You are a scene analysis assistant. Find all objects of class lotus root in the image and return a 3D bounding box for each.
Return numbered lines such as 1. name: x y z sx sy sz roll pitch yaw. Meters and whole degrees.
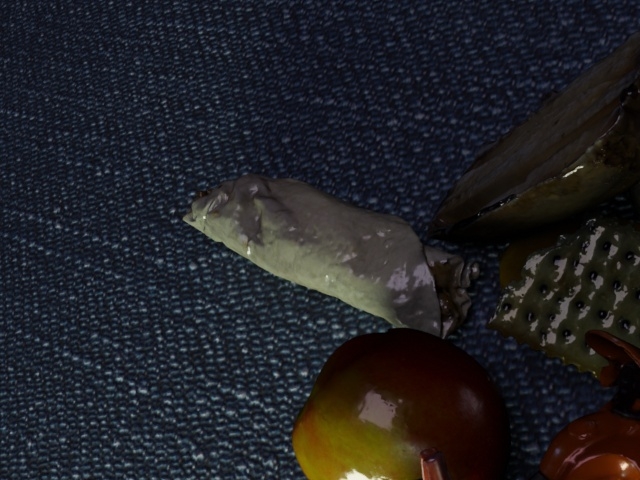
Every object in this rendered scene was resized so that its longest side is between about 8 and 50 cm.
1. lotus root: 0.201 -0.057 0.762 0.167 0.078 0.329 -53 6 -22

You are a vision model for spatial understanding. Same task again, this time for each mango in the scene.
1. mango: 0.248 0.027 0.782 0.160 0.076 0.103 -12 62 22

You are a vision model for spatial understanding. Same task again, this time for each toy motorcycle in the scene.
1. toy motorcycle: 0.182 0.189 0.620 0.325 0.221 0.148 -18 15 -10

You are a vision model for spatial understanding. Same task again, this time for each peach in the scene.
1. peach: 0.082 0.172 0.761 0.197 0.197 0.198 -13 63 27

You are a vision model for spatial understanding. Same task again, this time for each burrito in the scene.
1. burrito: 0.000 0.000 0.952 0.392 0.076 0.117 23 76 35

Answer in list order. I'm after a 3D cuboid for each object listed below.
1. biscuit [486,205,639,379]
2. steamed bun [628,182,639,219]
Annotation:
1. biscuit: 0.267 0.056 0.730 0.203 0.016 0.144 25 93 11
2. steamed bun: 0.351 -0.134 0.734 0.169 0.152 0.239 4 70 26
